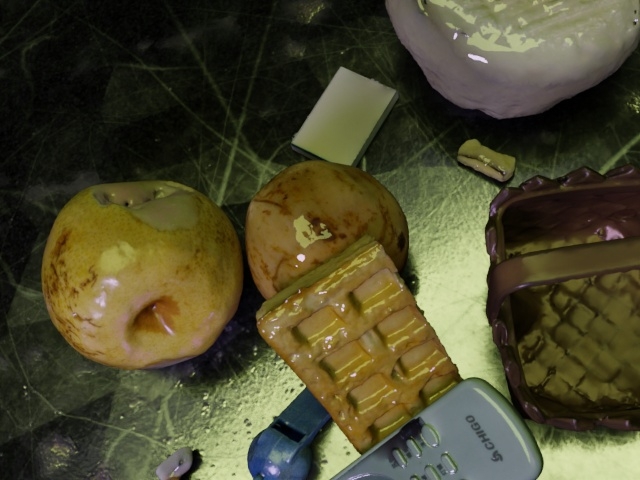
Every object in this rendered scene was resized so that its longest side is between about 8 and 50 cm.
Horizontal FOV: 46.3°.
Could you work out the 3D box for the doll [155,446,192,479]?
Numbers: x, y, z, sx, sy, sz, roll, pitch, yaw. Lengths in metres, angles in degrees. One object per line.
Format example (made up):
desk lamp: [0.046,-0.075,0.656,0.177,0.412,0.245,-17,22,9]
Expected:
doll: [-0.183,0.386,0.929,0.183,0.085,0.217,-36,57,-6]

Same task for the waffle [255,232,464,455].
waffle: [0.057,0.135,0.897,0.168,0.274,0.057,-34,27,2]

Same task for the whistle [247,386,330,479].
whistle: [-0.041,0.266,0.955,0.090,0.090,0.158,30,40,20]

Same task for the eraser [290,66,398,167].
eraser: [0.036,-0.180,1.117,0.104,0.023,0.150,28,78,19]

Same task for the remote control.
remote control: [0.115,0.291,0.877,0.296,0.056,0.140,-40,71,14]

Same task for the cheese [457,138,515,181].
cheese: [0.234,-0.115,1.049,0.083,0.030,0.044,31,58,25]

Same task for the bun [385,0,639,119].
bun: [0.256,-0.342,1.034,0.360,0.211,0.359,-1,79,4]

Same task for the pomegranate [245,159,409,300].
pomegranate: [0.000,0.000,0.975,0.215,0.215,0.215,-4,70,11]

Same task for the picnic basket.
picnic basket: [0.309,0.061,0.820,0.254,0.321,0.291,-7,72,6]

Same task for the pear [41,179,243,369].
pear: [-0.233,0.034,0.978,0.271,0.271,0.271,-4,70,11]
